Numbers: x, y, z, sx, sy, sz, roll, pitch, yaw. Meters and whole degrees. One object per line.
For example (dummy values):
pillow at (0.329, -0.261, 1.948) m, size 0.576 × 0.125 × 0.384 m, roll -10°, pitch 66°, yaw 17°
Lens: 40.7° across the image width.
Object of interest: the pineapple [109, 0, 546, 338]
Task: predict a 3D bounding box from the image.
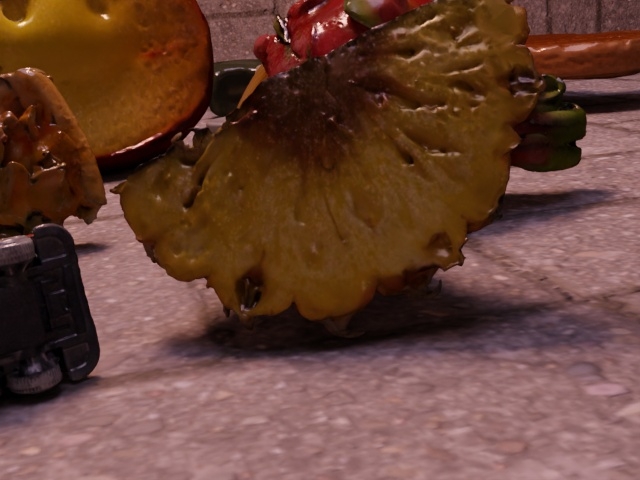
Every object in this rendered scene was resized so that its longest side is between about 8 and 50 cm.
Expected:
pineapple at (0.026, -0.019, 0.509) m, size 0.249 × 0.140 × 0.164 m, roll -28°, pitch -14°, yaw -5°

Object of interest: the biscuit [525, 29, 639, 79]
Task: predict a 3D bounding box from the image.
biscuit at (0.326, -0.300, 1.417) m, size 0.455 × 0.078 × 0.349 m, roll 7°, pitch 15°, yaw 34°

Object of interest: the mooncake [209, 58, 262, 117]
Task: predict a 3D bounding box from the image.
mooncake at (-0.127, -0.279, 1.582) m, size 0.175 × 0.104 × 0.168 m, roll 6°, pitch 14°, yaw 27°

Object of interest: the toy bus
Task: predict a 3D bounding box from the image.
toy bus at (-0.198, 0.047, 0.398) m, size 0.174 × 0.079 × 0.077 m, roll -17°, pitch 10°, yaw -38°

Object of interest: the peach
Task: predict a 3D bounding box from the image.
peach at (-0.289, -0.210, 1.034) m, size 0.281 × 0.281 × 0.338 m, roll 2°, pitch 11°, yaw 24°

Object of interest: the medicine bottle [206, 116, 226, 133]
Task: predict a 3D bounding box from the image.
medicine bottle at (-0.062, -0.056, 0.716) m, size 0.058 × 0.091 × 0.058 m, roll -4°, pitch 15°, yaw 1°

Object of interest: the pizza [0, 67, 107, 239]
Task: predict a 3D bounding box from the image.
pizza at (-0.285, -0.056, 0.668) m, size 0.226 × 0.147 × 0.069 m, roll -7°, pitch 2°, yaw -13°

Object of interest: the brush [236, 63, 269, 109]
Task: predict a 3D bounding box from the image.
brush at (-0.014, -0.172, 1.050) m, size 0.266 × 0.174 × 0.166 m, roll -30°, pitch 12°, yaw -26°

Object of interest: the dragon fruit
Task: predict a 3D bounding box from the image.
dragon fruit at (0.085, -0.125, 0.734) m, size 0.269 × 0.198 × 0.200 m, roll -10°, pitch 58°, yaw -27°
